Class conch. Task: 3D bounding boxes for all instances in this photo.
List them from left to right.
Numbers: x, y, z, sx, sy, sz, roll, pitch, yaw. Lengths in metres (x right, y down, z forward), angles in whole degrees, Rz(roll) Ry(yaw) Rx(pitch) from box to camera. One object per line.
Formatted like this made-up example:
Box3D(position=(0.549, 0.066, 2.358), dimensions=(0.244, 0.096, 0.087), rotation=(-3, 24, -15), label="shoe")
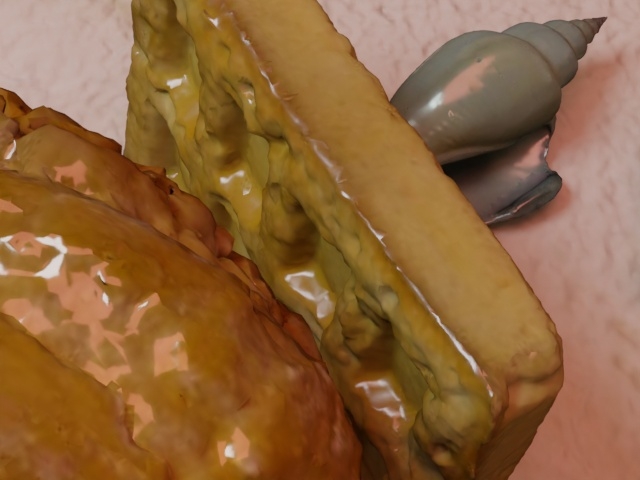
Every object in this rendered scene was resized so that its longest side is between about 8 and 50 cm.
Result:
Box3D(position=(0.081, -0.059, 0.783), dimensions=(0.180, 0.088, 0.065), rotation=(-36, 24, -16), label="conch")

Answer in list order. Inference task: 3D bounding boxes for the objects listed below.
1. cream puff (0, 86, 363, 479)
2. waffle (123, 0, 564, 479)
Box3D(position=(-0.148, 0.112, 0.542), dimensions=(0.327, 0.343, 0.231), rotation=(26, 18, -11), label="cream puff")
Box3D(position=(0.000, 0.000, 0.672), dimensions=(0.057, 0.168, 0.274), rotation=(-21, 61, -24), label="waffle")
